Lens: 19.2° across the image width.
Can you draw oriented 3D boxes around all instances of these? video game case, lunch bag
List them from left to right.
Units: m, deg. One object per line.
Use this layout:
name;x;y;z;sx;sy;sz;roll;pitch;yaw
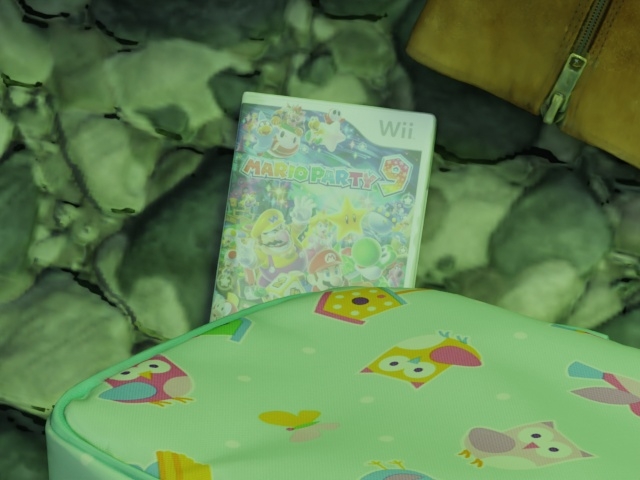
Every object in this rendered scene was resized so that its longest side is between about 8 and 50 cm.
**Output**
video game case;0.000;0.000;0.827;0.087;0.011;0.122;7;86;10
lunch bag;0.044;0.111;0.674;0.279;0.224;0.108;16;116;33

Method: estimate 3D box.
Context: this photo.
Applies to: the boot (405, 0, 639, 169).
boot;0.191;-0.136;0.722;0.264;0.096;0.280;22;115;6
